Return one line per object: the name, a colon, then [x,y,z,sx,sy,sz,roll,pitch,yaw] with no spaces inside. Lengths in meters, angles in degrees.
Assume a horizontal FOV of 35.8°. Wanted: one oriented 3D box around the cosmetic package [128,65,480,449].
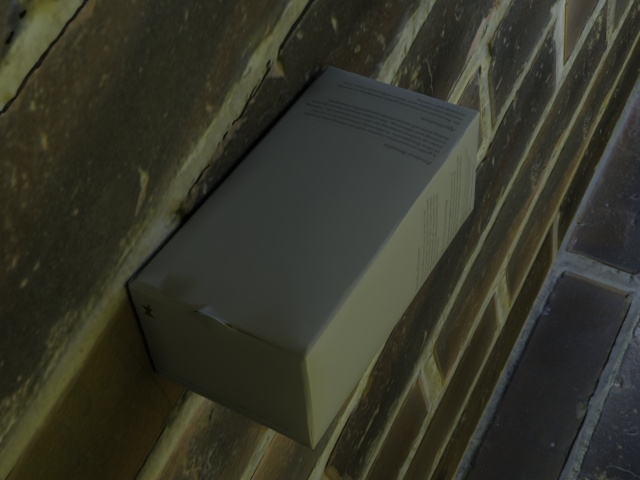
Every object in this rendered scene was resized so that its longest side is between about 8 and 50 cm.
cosmetic package: [0.000,0.000,1.008,0.365,0.197,0.155,-51,152,-33]
